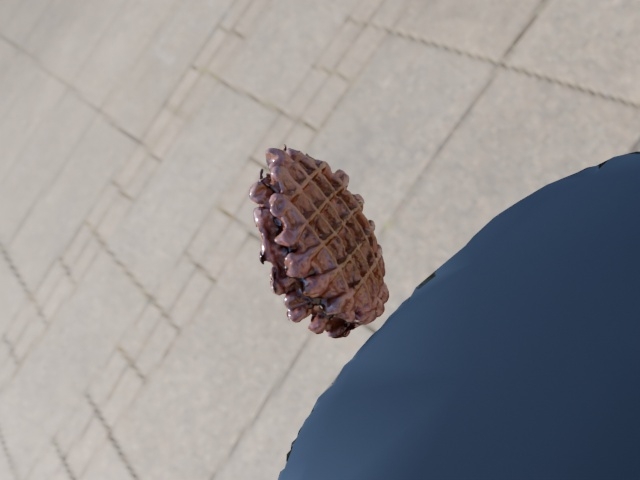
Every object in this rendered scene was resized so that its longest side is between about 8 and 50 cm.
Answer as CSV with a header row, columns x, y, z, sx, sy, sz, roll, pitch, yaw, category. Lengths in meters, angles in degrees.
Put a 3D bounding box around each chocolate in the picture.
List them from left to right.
x,y,z,sx,sy,sz,roll,pitch,yaw,category
0.145,0.136,0.778,0.340,0.210,0.225,-47,31,-11,chocolate

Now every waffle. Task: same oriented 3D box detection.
x,y,z,sx,sy,sz,roll,pitch,yaw,category
0.000,0.000,0.616,0.029,0.075,0.083,-26,62,25,waffle
